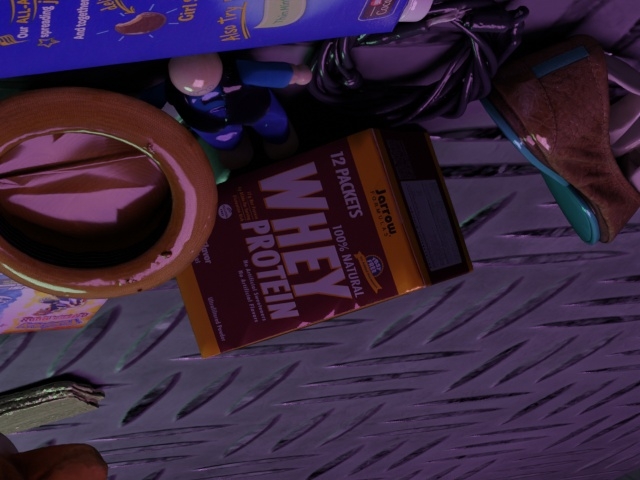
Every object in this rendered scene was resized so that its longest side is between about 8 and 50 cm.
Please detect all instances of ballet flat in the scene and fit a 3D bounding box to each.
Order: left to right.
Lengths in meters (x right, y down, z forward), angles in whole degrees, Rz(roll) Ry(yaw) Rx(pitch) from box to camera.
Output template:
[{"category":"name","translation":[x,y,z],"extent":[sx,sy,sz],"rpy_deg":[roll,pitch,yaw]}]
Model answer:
[{"category":"ballet flat","translation":[0.234,-0.089,1.367],"extent":[0.124,0.116,0.342],"rpy_deg":[-37,153,7]}]

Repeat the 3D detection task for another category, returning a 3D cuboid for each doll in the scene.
[{"category":"doll","translation":[-0.067,-0.104,1.173],"extent":[0.129,0.046,0.189],"rpy_deg":[-12,163,11]}]

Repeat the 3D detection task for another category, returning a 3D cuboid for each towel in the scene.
[{"category":"towel","translation":[-0.335,0.195,1.875],"extent":[0.148,0.027,0.110],"rpy_deg":[-18,162,9]}]

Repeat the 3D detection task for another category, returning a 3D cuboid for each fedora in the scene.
[{"category":"fedora","translation":[-0.170,-0.046,1.167],"extent":[0.194,0.079,0.194],"rpy_deg":[0,123,0]}]

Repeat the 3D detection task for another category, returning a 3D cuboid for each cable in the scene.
[{"category":"cable","translation":[0.063,-0.129,1.192],"extent":[0.151,0.047,0.184],"rpy_deg":[-3,159,-26]}]

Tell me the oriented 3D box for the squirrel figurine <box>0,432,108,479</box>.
[{"category":"squirrel figurine","translation":[-0.468,0.274,1.457],"extent":[0.370,0.281,0.397],"rpy_deg":[15,105,-51]}]

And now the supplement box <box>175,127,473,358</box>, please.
[{"category":"supplement box","translation":[0.000,0.000,1.314],"extent":[0.191,0.129,0.194],"rpy_deg":[-19,177,16]}]

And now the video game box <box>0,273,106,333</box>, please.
[{"category":"video game box","translation":[-0.283,0.036,1.428],"extent":[0.205,0.048,0.187],"rpy_deg":[-3,161,-27]}]

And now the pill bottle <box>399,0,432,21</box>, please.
[{"category":"pill bottle","translation":[0.013,-0.165,1.026],"extent":[0.116,0.065,0.065],"rpy_deg":[-2,158,-29]}]

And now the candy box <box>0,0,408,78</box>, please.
[{"category":"candy box","translation":[-0.095,-0.193,0.787],"extent":[0.317,0.122,0.268],"rpy_deg":[-9,162,-15]}]
